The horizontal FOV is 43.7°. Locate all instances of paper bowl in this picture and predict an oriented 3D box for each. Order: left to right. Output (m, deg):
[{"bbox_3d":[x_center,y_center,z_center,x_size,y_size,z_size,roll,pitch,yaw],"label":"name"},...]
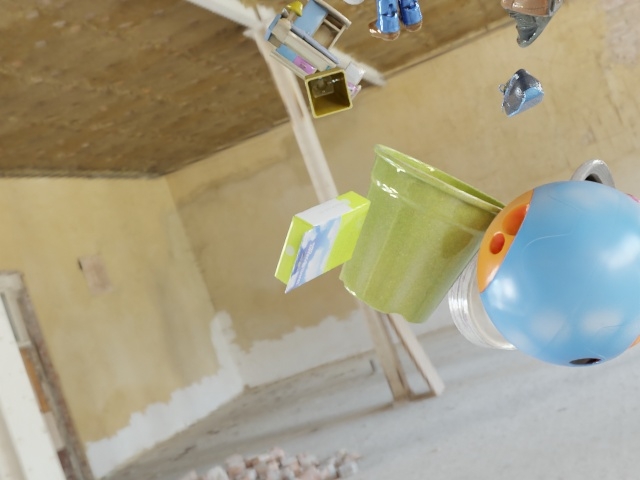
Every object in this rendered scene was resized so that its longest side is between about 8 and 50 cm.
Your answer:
[{"bbox_3d":[0.492,0.148,2.106,0.284,0.284,0.148,-19,7,-26],"label":"paper bowl"}]

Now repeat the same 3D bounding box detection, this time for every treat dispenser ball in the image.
[{"bbox_3d":[0.387,0.050,1.235,0.288,0.288,0.288,-20,-2,-1],"label":"treat dispenser ball"}]

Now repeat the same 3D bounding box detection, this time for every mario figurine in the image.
[{"bbox_3d":[0.150,-0.628,1.787,0.170,0.320,0.198,13,46,23],"label":"mario figurine"}]

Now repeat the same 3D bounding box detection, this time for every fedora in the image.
[{"bbox_3d":[0.599,-0.059,1.899,0.124,0.243,0.275,-3,40,41],"label":"fedora"}]

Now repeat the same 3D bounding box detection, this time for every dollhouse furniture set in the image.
[{"bbox_3d":[0.026,-0.519,2.064,0.198,0.286,0.303,-56,7,-1],"label":"dollhouse furniture set"}]

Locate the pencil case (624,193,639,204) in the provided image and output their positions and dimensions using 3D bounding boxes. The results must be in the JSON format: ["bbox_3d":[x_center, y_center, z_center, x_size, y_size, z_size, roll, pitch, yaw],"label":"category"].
[{"bbox_3d":[0.668,-0.033,1.553,0.209,0.095,0.098,9,-29,-16],"label":"pencil case"}]

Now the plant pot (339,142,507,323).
[{"bbox_3d":[0.165,-0.001,1.426,0.253,0.276,0.276,-64,-13,11],"label":"plant pot"}]

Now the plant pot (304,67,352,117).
[{"bbox_3d":[0.009,-0.305,1.607,0.081,0.081,0.083,-16,27,-4],"label":"plant pot"}]

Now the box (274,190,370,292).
[{"bbox_3d":[0.000,0.000,1.173,0.178,0.042,0.109,-25,-40,-52],"label":"box"}]

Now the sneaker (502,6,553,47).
[{"bbox_3d":[0.521,-0.576,2.026,0.087,0.130,0.227,-52,-6,-6],"label":"sneaker"}]

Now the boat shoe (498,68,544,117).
[{"bbox_3d":[0.512,-0.379,2.010,0.109,0.089,0.258,-26,-4,-1],"label":"boat shoe"}]

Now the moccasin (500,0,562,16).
[{"bbox_3d":[0.428,-0.631,1.537,0.147,0.380,0.139,20,38,23],"label":"moccasin"}]
